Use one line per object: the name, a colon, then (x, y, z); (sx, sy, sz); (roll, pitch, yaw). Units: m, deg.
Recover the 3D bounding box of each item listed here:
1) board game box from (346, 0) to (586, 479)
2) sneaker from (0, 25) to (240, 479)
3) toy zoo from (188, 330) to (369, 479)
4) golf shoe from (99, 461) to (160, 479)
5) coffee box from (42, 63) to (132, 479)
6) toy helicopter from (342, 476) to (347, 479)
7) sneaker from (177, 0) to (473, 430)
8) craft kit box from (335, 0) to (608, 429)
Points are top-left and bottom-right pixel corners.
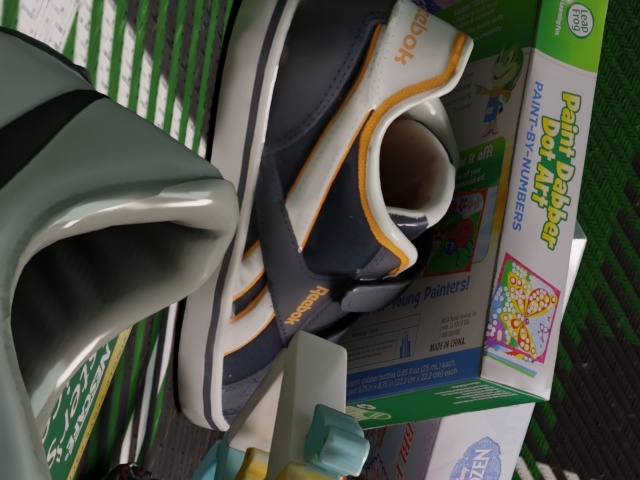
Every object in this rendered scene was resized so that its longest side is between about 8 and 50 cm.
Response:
board game box: (0.069, 0.033, 1.323); (0.318, 0.066, 0.319); (-109, -155, -51)
sneaker: (-0.111, 0.090, 0.328); (0.122, 0.146, 0.331); (96, 14, -62)
toy zoo: (-0.052, 0.176, 0.942); (0.293, 0.030, 0.192); (125, -18, -44)
golf shoe: (-0.112, 0.182, 0.899); (0.086, 0.067, 0.186); (-31, -151, 25)
coffee box: (-0.102, 0.025, 0.639); (0.184, 0.040, 0.113); (91, 17, -64)
toy helicopter: (0.026, 0.123, 1.662); (0.235, 0.140, 0.355); (-55, 152, -41)
sneaker: (0.000, 0.000, 1.043); (0.126, 0.127, 0.321); (-68, 173, -46)
craft kit box: (0.060, -0.015, 1.131); (0.250, 0.061, 0.247); (-17, -120, 57)
